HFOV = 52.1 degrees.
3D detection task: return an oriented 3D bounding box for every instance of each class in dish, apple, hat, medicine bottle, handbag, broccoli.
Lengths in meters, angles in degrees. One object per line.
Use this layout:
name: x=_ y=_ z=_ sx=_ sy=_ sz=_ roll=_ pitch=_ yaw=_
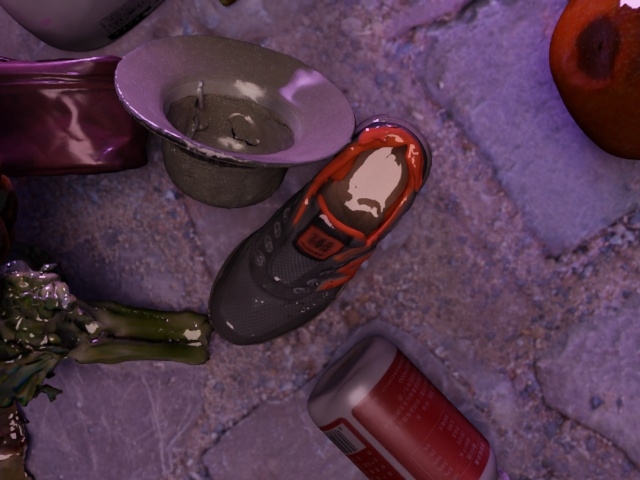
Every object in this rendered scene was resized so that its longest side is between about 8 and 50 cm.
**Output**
dish: x=-0.289 y=-0.350 z=0.727 sx=0.256 sy=0.117 sz=0.256 roll=0 pitch=95 yaw=3
apple: x=0.358 y=-0.198 z=0.668 sx=0.230 sy=0.230 sz=0.230 roll=0 pitch=95 yaw=2
hat: x=-0.100 y=-0.109 z=0.719 sx=0.257 sy=0.257 sz=0.130 roll=21 pitch=127 yaw=0
medicine bottle: x=0.109 y=0.236 z=0.759 sx=0.131 sy=0.131 sz=0.250 roll=-44 pitch=93 yaw=5
handbag: x=-0.308 y=-0.141 z=0.733 sx=0.225 sy=0.146 sz=0.135 roll=-1 pitch=99 yaw=4
broccoli: x=-0.265 y=0.081 z=0.737 sx=0.275 sy=0.198 sz=0.177 roll=-4 pitch=50 yaw=-4

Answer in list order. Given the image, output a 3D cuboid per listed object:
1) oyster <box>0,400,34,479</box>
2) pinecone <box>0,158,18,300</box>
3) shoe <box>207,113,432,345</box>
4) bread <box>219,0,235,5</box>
oyster: x=-0.467 y=0.218 z=0.804 sx=0.221 sy=0.096 sz=0.361 roll=5 pitch=98 yaw=-5
pinecone: x=-0.461 y=-0.010 z=0.510 sx=0.398 sy=0.398 sz=0.397 roll=0 pitch=95 yaw=2
shoe: x=0.000 y=0.000 z=0.720 sx=0.132 sy=0.171 sz=0.336 roll=43 pitch=95 yaw=-3
bread: x=-0.078 y=-0.355 z=0.770 sx=0.074 sy=0.084 sz=0.139 roll=46 pitch=65 yaw=-2
